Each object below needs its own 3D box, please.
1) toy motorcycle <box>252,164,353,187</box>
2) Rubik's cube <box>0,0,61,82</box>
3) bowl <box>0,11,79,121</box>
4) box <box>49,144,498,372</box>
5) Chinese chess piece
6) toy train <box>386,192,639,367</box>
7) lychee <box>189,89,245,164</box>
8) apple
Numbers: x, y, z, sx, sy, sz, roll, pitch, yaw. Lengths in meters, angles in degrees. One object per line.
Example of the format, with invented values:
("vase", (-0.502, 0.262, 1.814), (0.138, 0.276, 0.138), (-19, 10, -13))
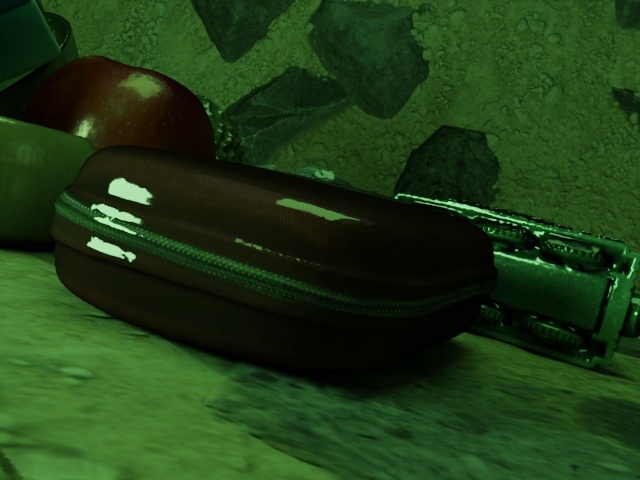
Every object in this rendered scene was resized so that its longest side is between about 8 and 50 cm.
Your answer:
("toy motorcycle", (-0.042, -0.035, 1.128), (0.340, 0.108, 0.223), (0, -28, 46))
("Rubik's cube", (-0.601, -0.391, 1.107), (0.291, 0.290, 0.291), (-26, 42, -10))
("bowl", (-0.564, -0.231, 1.285), (0.354, 0.354, 0.185), (15, -41, 32))
("box", (-0.007, 0.007, 0.572), (0.263, 0.108, 0.404), (15, 5, 21))
("Chinese chess piece", (-0.330, -0.068, 0.654), (0.257, 0.104, 0.257), (13, 2, 0))
("toy train", (0.215, 0.043, 0.859), (0.330, 0.138, 0.178), (17, -1, 34))
("lychee", (-0.261, -0.144, 1.327), (0.255, 0.255, 0.274), (10, 42, -57))
("apple", (-0.265, -0.125, 1.010), (0.260, 0.216, 0.260), (17, 1, 0))
